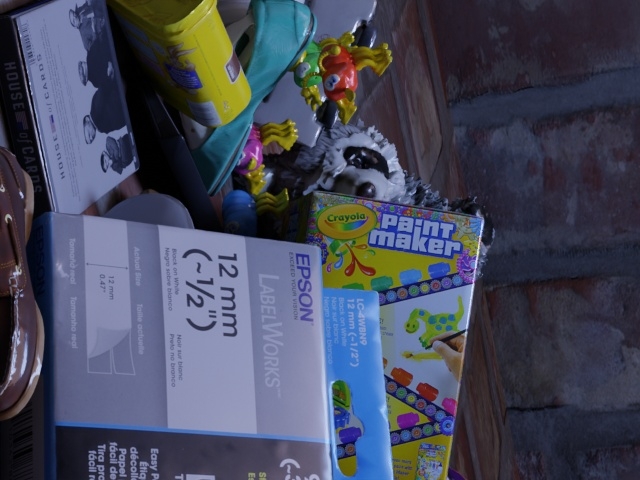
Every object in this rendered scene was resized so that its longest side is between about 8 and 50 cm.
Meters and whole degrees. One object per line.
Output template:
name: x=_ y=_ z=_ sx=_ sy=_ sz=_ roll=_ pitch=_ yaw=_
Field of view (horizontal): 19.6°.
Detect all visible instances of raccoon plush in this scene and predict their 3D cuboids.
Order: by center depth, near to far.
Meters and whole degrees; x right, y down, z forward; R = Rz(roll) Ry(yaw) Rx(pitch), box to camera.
raccoon plush: x=0.000 y=0.000 z=2.282 sx=0.299 sy=0.446 sz=0.216 roll=41 pitch=59 yaw=-10

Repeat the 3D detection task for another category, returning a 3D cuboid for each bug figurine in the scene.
bug figurine: x=-0.038 y=-0.119 z=1.961 sx=0.072 sy=0.279 sz=0.216 roll=28 pitch=19 yaw=-19

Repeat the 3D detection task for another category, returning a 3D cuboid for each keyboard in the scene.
keyboard: x=-0.110 y=-0.003 z=1.856 sx=0.201 sy=0.033 sz=0.317 roll=58 pitch=-7 yaw=43

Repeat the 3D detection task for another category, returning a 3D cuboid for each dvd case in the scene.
dvd case: x=-0.215 y=-0.120 z=1.582 sx=0.238 sy=0.030 sz=0.179 roll=-53 pitch=134 yaw=-72

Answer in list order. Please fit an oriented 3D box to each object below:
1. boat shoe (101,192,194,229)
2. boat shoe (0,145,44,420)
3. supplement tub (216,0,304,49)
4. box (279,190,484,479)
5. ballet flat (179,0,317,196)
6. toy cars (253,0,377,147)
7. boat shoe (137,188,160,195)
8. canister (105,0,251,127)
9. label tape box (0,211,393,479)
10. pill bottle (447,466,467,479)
boat shoe: x=-0.154 y=0.113 z=1.532 sx=0.105 sy=0.113 sz=0.306 roll=73 pitch=17 yaw=-61
boat shoe: x=-0.240 y=0.022 z=1.299 sx=0.073 sy=0.073 sz=0.207 roll=56 pitch=22 yaw=-60
supplement tub: x=-0.091 y=-0.304 z=1.978 sx=0.144 sy=0.144 sz=0.199 roll=44 pitch=41 yaw=-70
box: x=0.041 y=0.103 z=1.925 sx=0.290 sy=0.177 sz=0.279 roll=161 pitch=-62 yaw=-83
ballet flat: x=-0.097 y=-0.154 z=1.906 sx=0.247 sy=0.087 sz=0.083 roll=-57 pitch=-155 yaw=29
toy cars: x=-0.036 y=-0.296 z=2.126 sx=0.087 sy=0.176 sz=0.393 roll=63 pitch=10 yaw=-83
boat shoe: x=-0.124 y=0.115 z=1.677 sx=0.341 sy=0.110 sz=0.121 roll=68 pitch=12 yaw=21
canister: x=-0.138 y=-0.195 z=1.773 sx=0.073 sy=0.126 sz=0.170 roll=-45 pitch=149 yaw=-15
label tape box: x=-0.070 y=0.126 z=1.430 sx=0.115 sy=0.348 sz=0.249 roll=-32 pitch=-123 yaw=55
pill bottle: x=0.101 y=0.356 z=2.358 sx=0.323 sy=0.182 sz=0.181 roll=42 pitch=42 yaw=-72
